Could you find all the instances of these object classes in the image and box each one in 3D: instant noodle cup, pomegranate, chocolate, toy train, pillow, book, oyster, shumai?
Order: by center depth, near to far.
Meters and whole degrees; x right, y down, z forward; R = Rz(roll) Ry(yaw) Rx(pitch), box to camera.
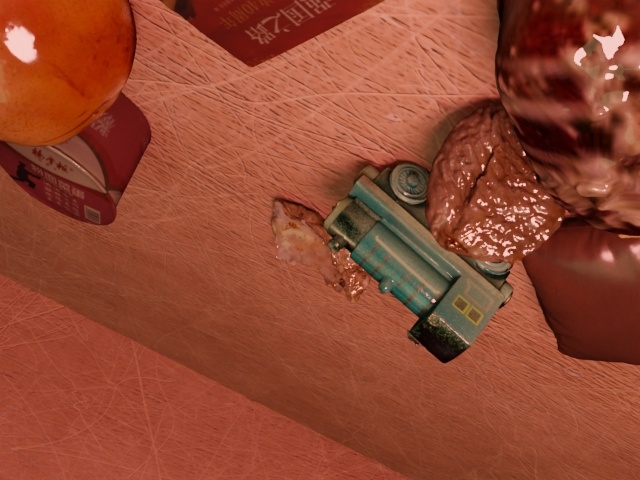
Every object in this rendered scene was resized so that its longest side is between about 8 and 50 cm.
[{"bbox_3d":[0.288,-0.141,0.583,0.225,0.210,0.340,-3,140,43],"label":"chocolate"},{"bbox_3d":[-0.132,-0.343,0.681,0.262,0.028,0.374,-11,147,44],"label":"book"},{"bbox_3d":[-0.398,-0.284,0.799,0.319,0.319,0.319,19,150,11],"label":"pomegranate"},{"bbox_3d":[0.224,-0.060,0.806,0.166,0.206,0.175,25,172,12],"label":"shumai"},{"bbox_3d":[0.463,0.079,0.899,0.305,0.108,0.308,-3,136,38],"label":"pillow"},{"bbox_3d":[0.144,0.021,0.927,0.298,0.194,0.120,41,150,6],"label":"toy train"},{"bbox_3d":[-0.425,-0.165,1.107,0.235,0.178,0.235,19,151,11],"label":"instant noodle cup"},{"bbox_3d":[0.005,0.011,1.171,0.233,0.107,0.161,40,158,12],"label":"oyster"}]

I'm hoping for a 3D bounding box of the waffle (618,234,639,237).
[{"bbox_3d":[0.431,-0.052,0.734,0.148,0.042,0.102,2,107,36],"label":"waffle"}]
